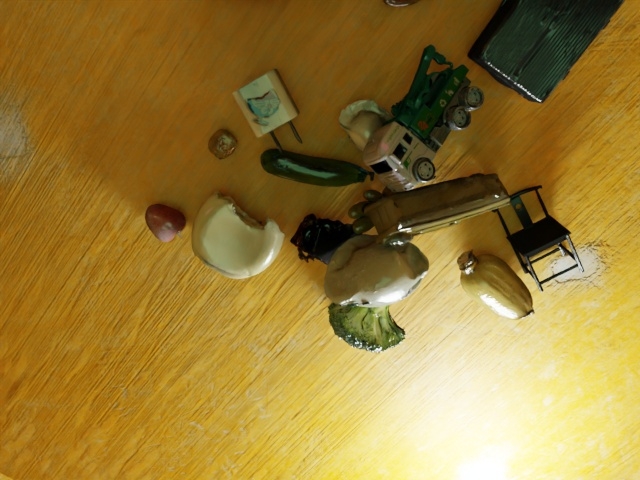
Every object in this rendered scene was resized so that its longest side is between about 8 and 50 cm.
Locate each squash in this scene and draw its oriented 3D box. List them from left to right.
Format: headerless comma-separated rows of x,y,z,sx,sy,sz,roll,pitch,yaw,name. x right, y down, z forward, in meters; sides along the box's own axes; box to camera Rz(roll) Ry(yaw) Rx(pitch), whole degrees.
-0.010,-0.200,1.351,0.331,0.087,0.087,8,111,-4,squash

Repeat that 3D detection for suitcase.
0.554,-0.538,1.164,0.229,0.152,0.335,31,109,-9,suitcase

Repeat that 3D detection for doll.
0.180,-0.090,1.349,0.209,0.097,0.137,-29,97,-19,doll

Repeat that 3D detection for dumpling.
0.141,-0.305,1.299,0.188,0.108,0.127,45,81,-1,dumpling
0.144,0.068,1.295,0.243,0.227,0.175,2,140,-30,dumpling

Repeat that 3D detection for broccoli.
0.146,0.160,1.437,0.251,0.221,0.362,-2,101,-5,broccoli

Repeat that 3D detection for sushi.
0.000,0.000,1.392,0.172,0.150,0.153,6,105,-43,sushi

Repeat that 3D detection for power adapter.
-0.125,-0.337,1.275,0.130,0.125,0.205,-27,108,10,power adapter

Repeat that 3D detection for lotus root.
0.529,0.137,1.443,0.303,0.131,0.146,38,85,-14,lotus root

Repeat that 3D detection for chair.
0.635,-0.008,1.382,0.154,0.141,0.260,-29,111,12,chair

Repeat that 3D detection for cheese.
-0.247,-0.016,1.404,0.266,0.127,0.233,33,109,-12,cheese

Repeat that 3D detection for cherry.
-0.467,-0.050,1.417,0.126,0.087,0.106,20,106,-9,cherry

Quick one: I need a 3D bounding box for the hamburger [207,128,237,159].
-0.279,-0.274,1.348,0.076,0.044,0.083,36,105,-13,hamburger

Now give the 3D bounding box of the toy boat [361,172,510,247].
0.334,-0.083,1.298,0.445,0.162,0.136,-15,68,-16,toy boat

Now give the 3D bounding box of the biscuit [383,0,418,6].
0.187,-0.704,1.060,0.381,0.074,0.359,-24,139,22,biscuit

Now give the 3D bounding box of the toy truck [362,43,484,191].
0.257,-0.303,1.212,0.178,0.176,0.364,33,82,-15,toy truck
